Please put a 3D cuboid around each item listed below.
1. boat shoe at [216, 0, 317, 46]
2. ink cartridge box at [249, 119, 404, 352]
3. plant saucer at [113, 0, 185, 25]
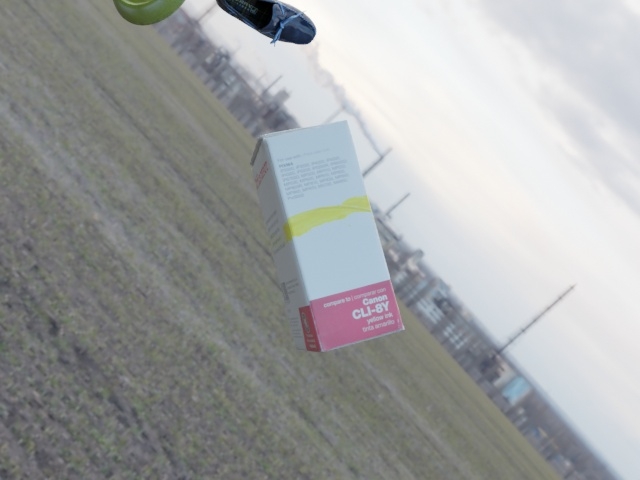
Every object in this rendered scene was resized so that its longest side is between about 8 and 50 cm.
[{"bbox_3d":[-0.124,-0.498,1.824,0.258,0.109,0.089,13,26,-25],"label":"boat shoe"},{"bbox_3d":[0.000,0.000,1.491,0.279,0.161,0.384,149,-74,-79],"label":"ink cartridge box"},{"bbox_3d":[-0.375,-0.592,1.768,0.241,0.241,0.037,49,14,25],"label":"plant saucer"}]
